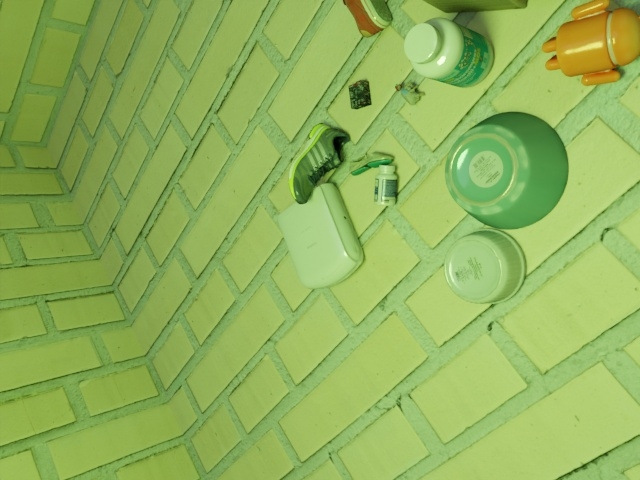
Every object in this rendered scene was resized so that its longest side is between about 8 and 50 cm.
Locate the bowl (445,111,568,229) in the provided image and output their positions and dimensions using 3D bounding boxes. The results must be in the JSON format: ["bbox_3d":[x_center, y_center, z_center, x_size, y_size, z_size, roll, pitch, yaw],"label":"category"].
[{"bbox_3d":[0.443,-0.178,1.407,0.311,0.163,0.312,5,98,42],"label":"bowl"}]

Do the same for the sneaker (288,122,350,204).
[{"bbox_3d":[-0.005,-0.247,1.768,0.121,0.111,0.300,11,69,33],"label":"sneaker"}]

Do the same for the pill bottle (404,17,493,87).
[{"bbox_3d":[0.323,-0.480,1.414,0.146,0.264,0.146,5,98,42],"label":"pill bottle"}]

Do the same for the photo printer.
[{"bbox_3d":[0.000,0.000,1.851,0.256,0.107,0.308,-31,74,39],"label":"photo printer"}]

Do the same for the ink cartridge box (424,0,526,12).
[{"bbox_3d":[0.379,-0.648,1.396,0.234,0.193,0.088,15,103,39],"label":"ink cartridge box"}]

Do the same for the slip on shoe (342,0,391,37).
[{"bbox_3d":[0.102,-0.768,1.687,0.101,0.123,0.331,-34,76,42],"label":"slip on shoe"}]

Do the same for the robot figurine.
[{"bbox_3d":[0.623,-0.443,1.246,0.219,0.128,0.158,-2,78,43],"label":"robot figurine"}]

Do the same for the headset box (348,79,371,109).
[{"bbox_3d":[0.124,-0.464,1.747,0.062,0.032,0.083,-9,88,41],"label":"headset box"}]

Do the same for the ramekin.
[{"bbox_3d":[0.430,0.073,1.477,0.207,0.109,0.207,5,98,41],"label":"ramekin"}]

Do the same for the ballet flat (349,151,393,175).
[{"bbox_3d":[0.153,-0.250,1.729,0.168,0.057,0.052,-15,75,41],"label":"ballet flat"}]

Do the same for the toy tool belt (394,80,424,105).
[{"bbox_3d":[0.263,-0.440,1.622,0.051,0.052,0.083,-39,69,3],"label":"toy tool belt"}]

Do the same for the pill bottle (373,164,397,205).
[{"bbox_3d":[0.199,-0.168,1.685,0.067,0.067,0.120,11,101,40],"label":"pill bottle"}]
